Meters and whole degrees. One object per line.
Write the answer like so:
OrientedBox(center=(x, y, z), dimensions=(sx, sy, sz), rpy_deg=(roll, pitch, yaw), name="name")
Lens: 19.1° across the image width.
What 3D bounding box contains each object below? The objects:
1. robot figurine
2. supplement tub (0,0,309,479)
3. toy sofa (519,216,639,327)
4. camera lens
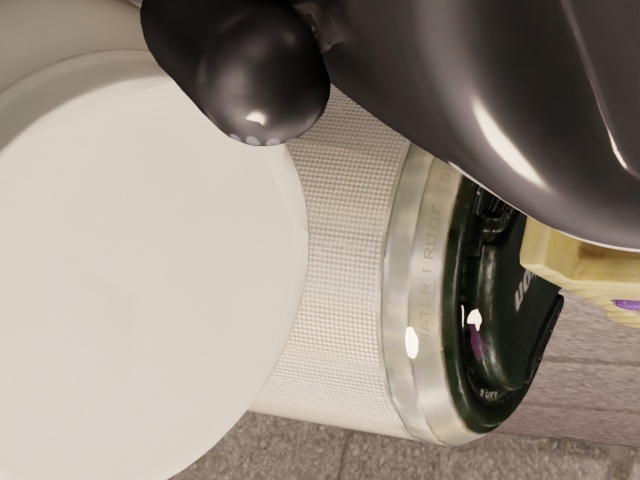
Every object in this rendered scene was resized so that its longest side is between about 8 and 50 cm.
OrientedBox(center=(0.072, -0.100, 0.540), dimensions=(0.209, 0.173, 0.278), rpy_deg=(10, -166, -23), name="robot figurine")
OrientedBox(center=(-0.185, -0.028, 0.947), dimensions=(0.241, 0.241, 0.331), rpy_deg=(22, -177, -44), name="supplement tub")
OrientedBox(center=(0.290, -0.025, 0.879), dimensions=(0.362, 0.150, 0.177), rpy_deg=(2, 165, 42), name="toy sofa")
OrientedBox(center=(0.000, 0.000, 1.146), dimensions=(0.274, 0.219, 0.219), rpy_deg=(7, 169, 25), name="camera lens")
